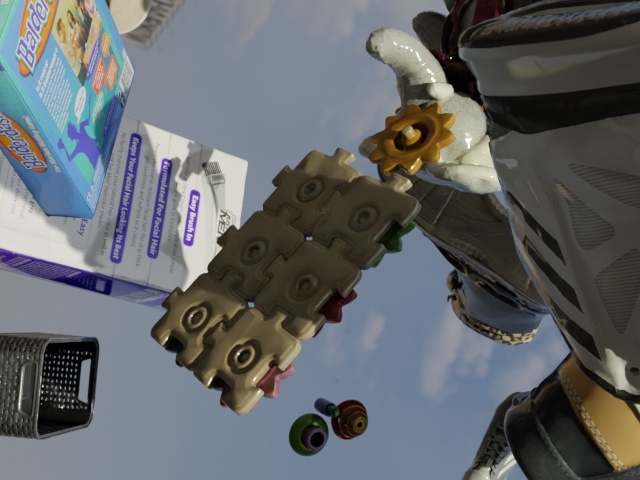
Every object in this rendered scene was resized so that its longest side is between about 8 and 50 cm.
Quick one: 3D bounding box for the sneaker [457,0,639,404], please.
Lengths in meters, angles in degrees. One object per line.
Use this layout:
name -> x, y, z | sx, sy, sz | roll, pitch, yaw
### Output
sneaker -> 0.274, -0.019, 0.556 | 0.447, 0.169, 0.257 | 15, -56, 57

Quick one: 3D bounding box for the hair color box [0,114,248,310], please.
hair color box -> -0.253, -0.044, 1.080 | 0.110, 0.339, 0.185 | -16, -118, 51

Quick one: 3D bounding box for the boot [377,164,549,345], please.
boot -> 0.243, 0.016, 1.626 | 0.138, 0.377, 0.284 | -48, 163, -17

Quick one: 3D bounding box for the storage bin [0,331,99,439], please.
storage bin -> -0.356, 0.181, 1.242 | 0.180, 0.084, 0.122 | 27, 67, -79

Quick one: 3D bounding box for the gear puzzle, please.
gear puzzle -> 0.000, 0.000, 0.894 | 0.339, 0.044, 0.175 | -49, -137, -10

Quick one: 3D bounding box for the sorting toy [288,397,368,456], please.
sorting toy -> 0.015, 0.216, 1.140 | 0.042, 0.102, 0.061 | 11, -60, 62

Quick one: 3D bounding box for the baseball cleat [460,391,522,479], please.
baseball cleat -> 0.272, 0.333, 1.509 | 0.072, 0.109, 0.206 | 26, -65, 23

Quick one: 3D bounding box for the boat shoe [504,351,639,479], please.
boat shoe -> 0.299, 0.240, 0.974 | 0.156, 0.500, 0.186 | -31, -126, 8

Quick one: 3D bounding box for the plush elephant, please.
plush elephant -> 0.156, -0.176, 1.068 | 0.272, 0.255, 0.330 | 13, -48, 58

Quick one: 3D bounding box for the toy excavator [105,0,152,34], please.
toy excavator -> -0.492, -0.460, 1.347 | 0.222, 0.433, 0.445 | -111, -176, -61

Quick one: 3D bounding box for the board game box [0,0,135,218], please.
board game box -> -0.209, -0.138, 0.757 | 0.210, 0.047, 0.160 | 78, 18, -59
